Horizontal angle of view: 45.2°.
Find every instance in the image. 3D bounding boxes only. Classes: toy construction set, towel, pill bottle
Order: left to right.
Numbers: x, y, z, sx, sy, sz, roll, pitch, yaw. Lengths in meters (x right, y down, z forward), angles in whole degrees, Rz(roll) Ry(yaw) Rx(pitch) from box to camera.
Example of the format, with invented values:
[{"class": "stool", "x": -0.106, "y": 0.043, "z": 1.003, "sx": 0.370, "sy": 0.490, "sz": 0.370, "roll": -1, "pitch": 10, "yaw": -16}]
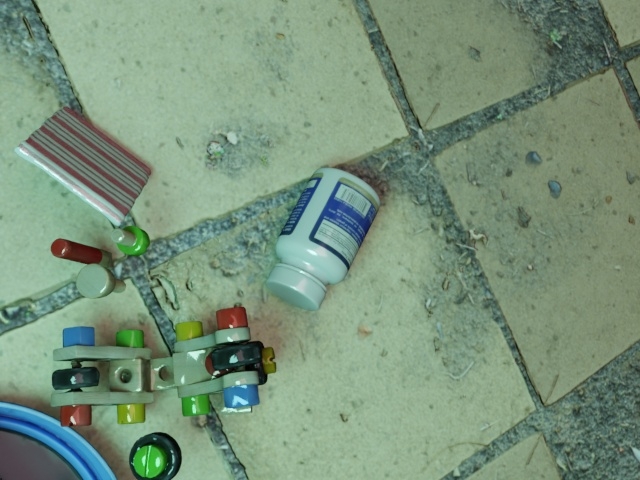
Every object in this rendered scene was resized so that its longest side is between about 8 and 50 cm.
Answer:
[{"class": "towel", "x": -0.287, "y": -0.093, "z": 0.951, "sx": 0.144, "sy": 0.197, "sz": 0.029, "roll": 37, "pitch": 106, "yaw": -16}, {"class": "toy construction set", "x": -0.195, "y": 0.132, "z": 0.975, "sx": 0.257, "sy": 0.237, "sz": 0.309, "roll": -33, "pitch": 79, "yaw": 4}, {"class": "pill bottle", "x": 0.000, "y": 0.000, "z": 1.100, "sx": 0.112, "sy": 0.112, "sz": 0.186, "roll": 34, "pitch": 70, "yaw": -17}]

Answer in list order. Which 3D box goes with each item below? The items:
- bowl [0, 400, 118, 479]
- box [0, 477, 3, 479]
[{"class": "bowl", "x": -0.410, "y": 0.380, "z": 0.872, "sx": 0.391, "sy": 0.077, "sz": 0.391, "roll": 4, "pitch": 80, "yaw": -24}, {"class": "box", "x": -0.446, "y": 0.296, "z": 0.796, "sx": 0.220, "sy": 0.051, "sz": 0.175, "roll": -35, "pitch": 98, "yaw": -25}]
